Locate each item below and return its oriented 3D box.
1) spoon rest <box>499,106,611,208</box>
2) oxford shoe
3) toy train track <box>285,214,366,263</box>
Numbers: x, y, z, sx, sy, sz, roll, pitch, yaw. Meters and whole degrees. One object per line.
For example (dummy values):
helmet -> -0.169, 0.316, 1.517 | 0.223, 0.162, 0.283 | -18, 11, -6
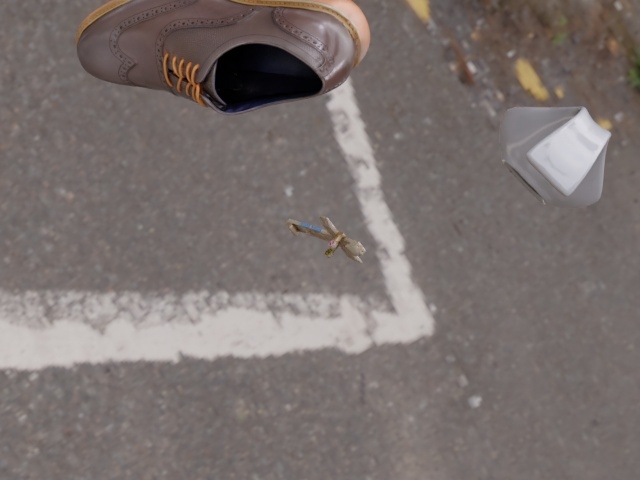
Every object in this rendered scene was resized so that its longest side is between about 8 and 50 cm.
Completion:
spoon rest -> 0.243, -0.088, 1.252 | 0.137, 0.084, 0.276 | 46, 5, 1
oxford shoe -> -0.134, -0.212, 1.384 | 0.133, 0.363, 0.130 | -62, 144, -46
toy train track -> 0.000, 0.000, 0.856 | 0.014, 0.083, 0.048 | -49, 125, -15
